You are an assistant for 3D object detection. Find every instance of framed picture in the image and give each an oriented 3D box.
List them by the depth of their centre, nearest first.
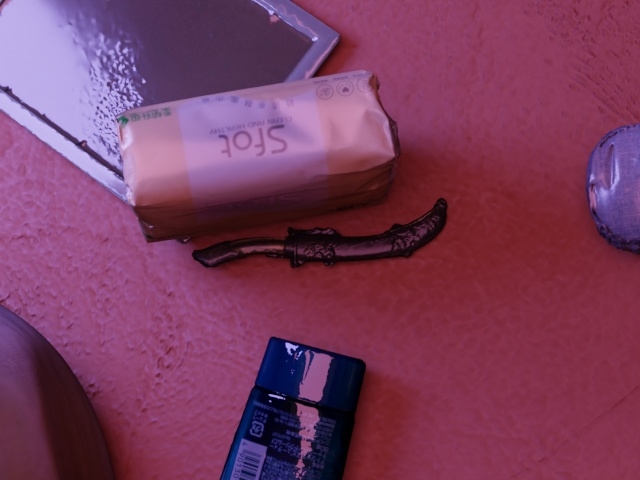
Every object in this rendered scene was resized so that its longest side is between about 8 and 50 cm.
[{"bbox_3d":[-0.162,-0.167,1.729,0.296,0.019,0.232,37,86,15],"label":"framed picture"}]

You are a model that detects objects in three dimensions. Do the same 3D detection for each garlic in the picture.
[{"bbox_3d":[-0.304,0.185,1.569,0.231,0.246,0.340,-26,95,13],"label":"garlic"}]

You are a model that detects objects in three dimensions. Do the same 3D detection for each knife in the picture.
[{"bbox_3d":[0.002,0.006,1.663,0.222,0.021,0.046,-11,78,3],"label":"knife"}]

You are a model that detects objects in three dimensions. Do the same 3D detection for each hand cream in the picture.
[{"bbox_3d":[-0.038,0.218,1.612,0.120,0.061,0.270,15,86,14],"label":"hand cream"}]

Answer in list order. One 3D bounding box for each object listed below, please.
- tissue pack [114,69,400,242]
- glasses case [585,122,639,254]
[{"bbox_3d":[-0.050,-0.065,1.588,0.222,0.186,0.090,-8,79,-4],"label":"tissue pack"},{"bbox_3d":[0.358,-0.052,1.593,0.282,0.067,0.109,-5,75,7],"label":"glasses case"}]
